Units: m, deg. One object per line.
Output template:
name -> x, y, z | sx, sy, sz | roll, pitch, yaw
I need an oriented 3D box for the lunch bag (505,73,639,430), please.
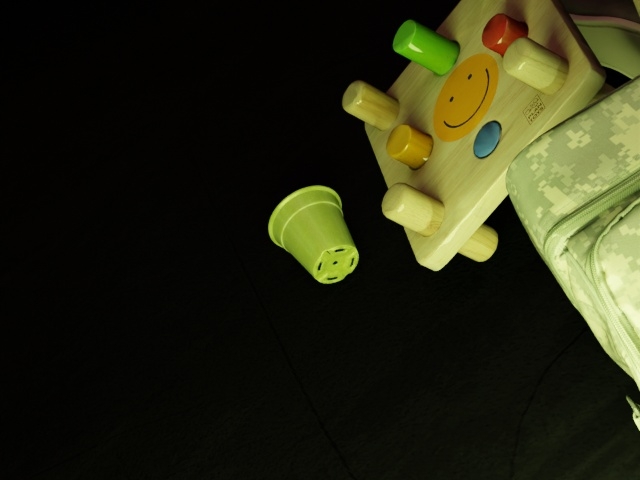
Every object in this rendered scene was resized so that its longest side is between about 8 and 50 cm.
lunch bag -> 0.339, -0.007, 1.263 | 0.305, 0.212, 0.256 | -30, 53, 6

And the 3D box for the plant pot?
plant pot -> 0.000, 0.000, 1.611 | 0.083, 0.083, 0.079 | -34, 48, 0

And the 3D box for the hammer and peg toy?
hammer and peg toy -> 0.180, -0.169, 1.502 | 0.361, 0.127, 0.266 | -50, 33, 25

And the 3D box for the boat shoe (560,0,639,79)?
boat shoe -> 0.313, -0.219, 1.586 | 0.095, 0.112, 0.335 | -48, 35, -11
